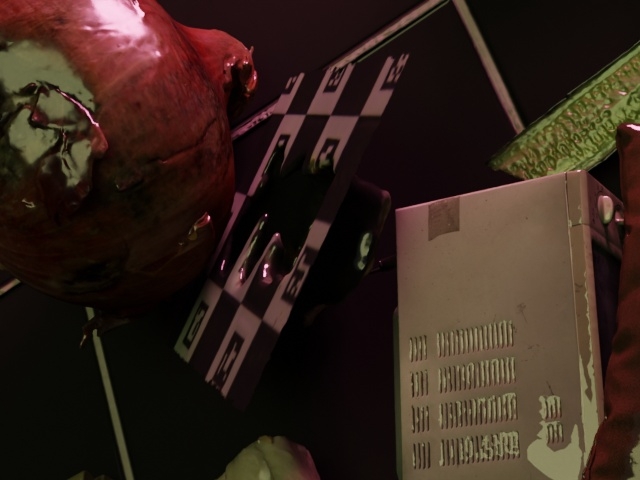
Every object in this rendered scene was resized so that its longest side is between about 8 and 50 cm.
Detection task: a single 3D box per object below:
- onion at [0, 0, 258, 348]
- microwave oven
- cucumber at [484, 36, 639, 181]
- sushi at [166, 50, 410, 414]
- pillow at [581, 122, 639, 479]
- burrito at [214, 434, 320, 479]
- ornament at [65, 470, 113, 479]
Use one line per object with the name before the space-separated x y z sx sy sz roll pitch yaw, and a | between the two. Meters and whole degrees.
onion | -0.224 -0.085 1.189 0.353 0.353 0.354 -12 67 30
microwave oven | 0.155 0.093 0.985 0.194 0.145 0.240 -14 67 32
cucumber | 0.246 -0.106 1.059 0.220 0.046 0.070 -41 58 17
sushi | 0.000 0.000 1.087 0.296 0.100 0.373 -65 16 -4
pillow | 0.336 0.067 0.844 0.305 0.108 0.308 8 71 8
burrito | -0.008 0.319 1.039 0.143 0.105 0.299 -40 57 27
ornament | -0.287 0.374 1.227 0.245 0.061 0.230 -30 61 20
